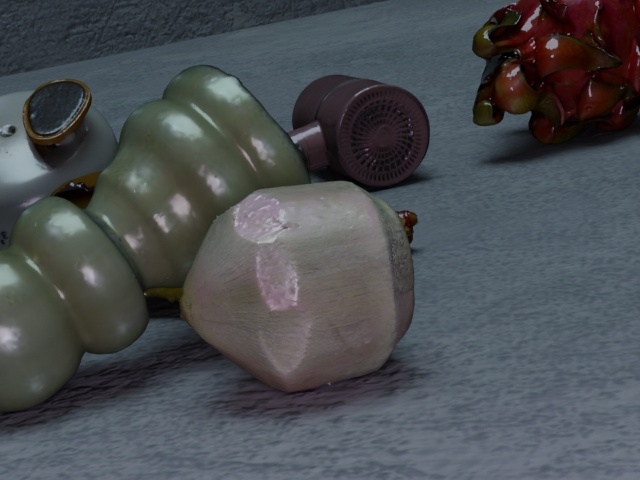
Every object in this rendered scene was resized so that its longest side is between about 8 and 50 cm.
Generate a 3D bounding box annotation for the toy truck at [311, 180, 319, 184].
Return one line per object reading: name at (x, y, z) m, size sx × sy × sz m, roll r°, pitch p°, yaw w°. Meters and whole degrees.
toy truck at (0.000, 0.000, 1.482) m, size 0.077 × 0.100 × 0.169 m, roll -10°, pitch 13°, yaw 2°

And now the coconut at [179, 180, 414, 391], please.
coconut at (-0.024, 0.034, 1.229) m, size 0.183 × 0.171 × 0.171 m, roll -8°, pitch 13°, yaw -15°

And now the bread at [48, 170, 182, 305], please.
bread at (-0.184, 0.008, 1.499) m, size 0.160 × 0.140 × 0.169 m, roll -7°, pitch 13°, yaw -20°

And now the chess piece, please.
chess piece at (-0.180, 0.012, 1.311) m, size 0.330 × 0.182 × 0.182 m, roll -37°, pitch 25°, yaw -22°

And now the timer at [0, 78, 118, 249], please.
timer at (-0.339, -0.059, 1.827) m, size 0.233 × 0.240 × 0.233 m, roll -6°, pitch 44°, yaw 6°

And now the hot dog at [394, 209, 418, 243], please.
hot dog at (0.029, -0.008, 1.597) m, size 0.144 × 0.038 × 0.062 m, roll -7°, pitch -18°, yaw 8°

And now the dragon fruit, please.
dragon fruit at (0.322, -0.244, 2.019) m, size 0.243 × 0.227 × 0.307 m, roll -9°, pitch 16°, yaw 16°

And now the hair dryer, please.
hair dryer at (-0.059, -0.108, 1.952) m, size 0.352 × 0.125 × 0.210 m, roll -19°, pitch 15°, yaw -13°
